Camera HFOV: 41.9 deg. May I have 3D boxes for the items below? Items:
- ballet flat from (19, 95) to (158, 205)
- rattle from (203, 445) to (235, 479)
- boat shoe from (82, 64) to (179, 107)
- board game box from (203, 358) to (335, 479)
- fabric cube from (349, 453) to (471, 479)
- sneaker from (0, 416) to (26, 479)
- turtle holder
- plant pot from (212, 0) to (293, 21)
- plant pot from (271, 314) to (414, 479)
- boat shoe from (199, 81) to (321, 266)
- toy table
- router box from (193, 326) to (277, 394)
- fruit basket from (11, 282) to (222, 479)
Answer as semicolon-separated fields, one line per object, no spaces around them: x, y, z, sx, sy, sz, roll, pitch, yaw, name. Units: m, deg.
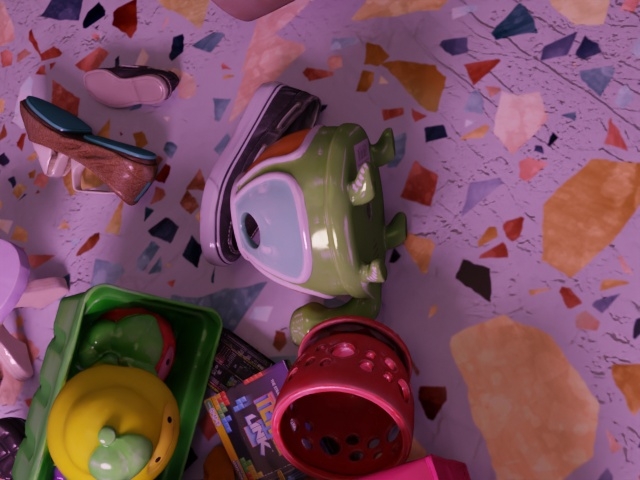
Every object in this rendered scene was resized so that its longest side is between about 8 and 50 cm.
-0.445;-0.157;1.546;0.342;0.116;0.124;26;104;22;ballet flat
-0.194;0.377;1.214;0.130;0.199;0.143;-15;73;46;rattle
-0.357;-0.296;1.579;0.206;0.075;0.065;8;34;29;boat shoe
-0.075;0.286;1.257;0.141;0.048;0.170;-29;79;6;board game box
0.085;0.435;1.060;0.258;0.259;0.254;-22;66;12;fabric cube
-0.457;0.400;1.375;0.101;0.106;0.267;-33;86;8;sneaker
0.002;-0.017;1.261;0.227;0.320;0.243;-3;43;17;turtle holder
-0.080;-0.533;1.422;0.280;0.323;0.323;-37;63;26;plant pot
0.041;0.217;1.168;0.191;0.191;0.174;-11;28;18;plant pot
-0.095;-0.112;1.372;0.119;0.121;0.335;12;77;29;boat shoe
-0.588;0.118;1.470;0.274;0.161;0.252;-19;66;14;toy table
-0.137;0.207;1.337;0.122;0.038;0.092;32;87;27;router box
-0.281;0.256;1.202;0.392;0.283;0.392;-20;62;42;fruit basket
